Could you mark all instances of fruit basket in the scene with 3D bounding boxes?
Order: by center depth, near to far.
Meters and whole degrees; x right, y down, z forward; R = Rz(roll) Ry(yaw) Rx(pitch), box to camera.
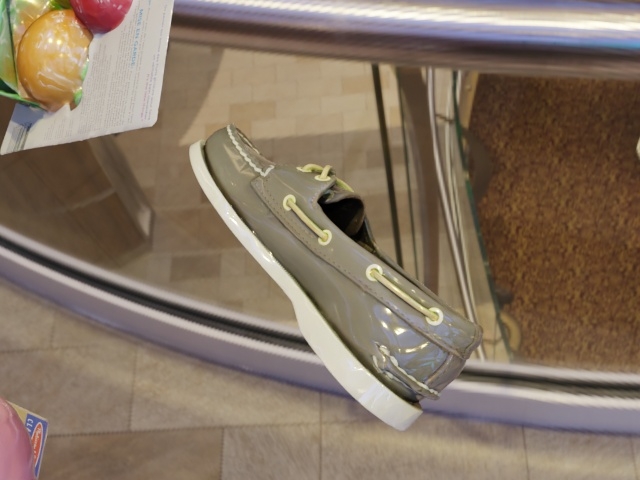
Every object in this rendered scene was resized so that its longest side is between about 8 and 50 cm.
[{"bbox_3d":[-0.243,-0.262,1.049,0.353,0.165,0.327,-1,78,43],"label":"fruit basket"}]

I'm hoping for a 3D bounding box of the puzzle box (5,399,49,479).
[{"bbox_3d":[-0.478,0.375,1.155,0.052,0.272,0.408,-12,57,24],"label":"puzzle box"}]

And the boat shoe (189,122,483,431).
[{"bbox_3d":[0.002,0.002,0.702,0.091,0.109,0.305,-45,54,8],"label":"boat shoe"}]

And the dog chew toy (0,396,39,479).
[{"bbox_3d":[-0.338,0.302,0.937,0.207,0.206,0.332,-38,91,-13],"label":"dog chew toy"}]
